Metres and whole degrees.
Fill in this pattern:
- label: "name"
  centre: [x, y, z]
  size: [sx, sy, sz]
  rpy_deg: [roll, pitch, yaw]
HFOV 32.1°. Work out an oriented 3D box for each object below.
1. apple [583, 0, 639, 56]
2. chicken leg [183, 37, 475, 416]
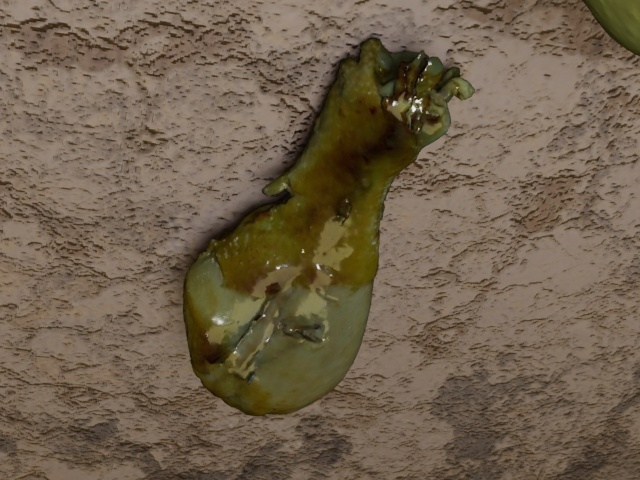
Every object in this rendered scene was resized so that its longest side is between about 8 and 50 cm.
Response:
- label: "apple"
  centre: [0.248, -0.250, 0.511]
  size: [0.357, 0.357, 0.357]
  rpy_deg: [-3, 140, -3]
- label: "chicken leg"
  centre: [0.000, 0.000, 0.944]
  size: [0.201, 0.152, 0.429]
  rpy_deg: [4, 133, -30]
